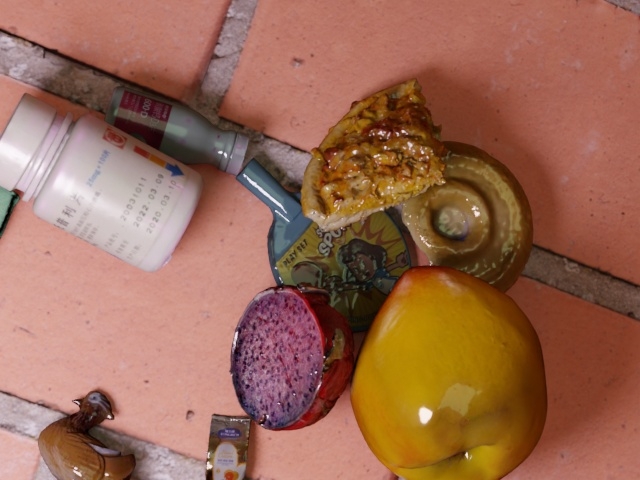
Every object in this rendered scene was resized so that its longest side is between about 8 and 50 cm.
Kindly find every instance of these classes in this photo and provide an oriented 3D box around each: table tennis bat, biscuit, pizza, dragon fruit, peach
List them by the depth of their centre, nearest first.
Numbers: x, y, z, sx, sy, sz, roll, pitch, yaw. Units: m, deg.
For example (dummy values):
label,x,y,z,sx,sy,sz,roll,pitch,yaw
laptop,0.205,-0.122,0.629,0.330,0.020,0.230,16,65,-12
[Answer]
label,x,y,z,sx,sy,sz,roll,pitch,yaw
peach,0.192,0.199,1.926,0.288,0.289,0.308,5,52,-12
dragon fruit,-0.014,0.174,1.940,0.148,0.224,0.218,10,31,-41
pizza,0.098,-0.136,2.001,0.335,0.226,0.086,-51,136,-33
table tennis bat,0.000,0.000,2.039,0.329,0.044,0.215,44,73,-3
biscuit,0.229,-0.038,2.071,0.213,0.091,0.274,-30,84,-14

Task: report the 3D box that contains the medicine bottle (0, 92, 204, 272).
label,x,y,z,sx,sy,sz,roll,pitch,yaw
medicine bottle,-0.328,-0.087,1.899,0.293,0.170,0.170,29,74,-14

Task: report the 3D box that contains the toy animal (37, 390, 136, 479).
label,x,y,z,sx,sy,sz,roll,pitch,yaw
toy animal,-0.317,0.318,1.887,0.188,0.089,0.179,31,59,0

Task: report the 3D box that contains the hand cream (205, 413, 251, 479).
label,x,y,z,sx,sy,sz,roll,pitch,yaw
hand cream,-0.140,0.339,1.942,0.062,0.039,0.163,3,76,4

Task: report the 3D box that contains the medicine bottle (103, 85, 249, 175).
label,x,y,z,sx,sy,sz,roll,pitch,yaw
medicine bottle,-0.220,-0.161,1.992,0.216,0.090,0.090,17,76,-9

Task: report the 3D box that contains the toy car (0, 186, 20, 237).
label,x,y,z,sx,sy,sz,roll,pitch,yaw
toy car,-0.605,-0.079,1.886,0.320,0.097,0.141,26,74,-7
